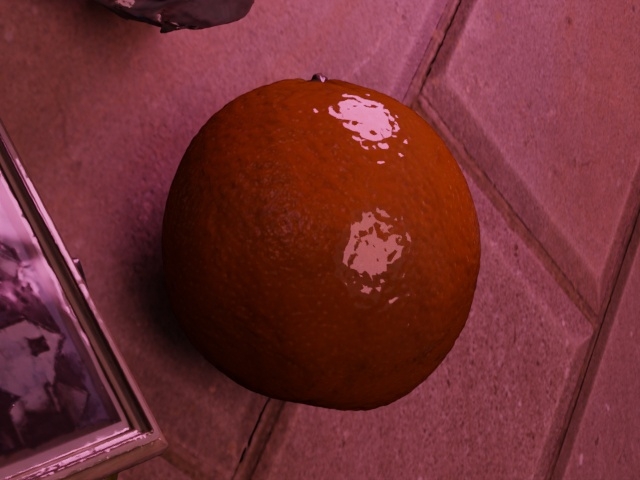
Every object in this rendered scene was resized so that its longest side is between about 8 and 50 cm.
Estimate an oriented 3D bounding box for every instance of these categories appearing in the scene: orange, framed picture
[{"bbox_3d":[0.000,0.000,0.950,0.264,0.264,0.264,1,89,-48],"label":"orange"},{"bbox_3d":[-0.242,0.031,0.724,0.232,0.019,0.296,-18,74,-43],"label":"framed picture"}]

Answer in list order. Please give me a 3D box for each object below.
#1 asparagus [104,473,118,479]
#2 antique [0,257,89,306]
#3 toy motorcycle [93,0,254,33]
[{"bbox_3d":[-0.170,0.183,0.901,0.045,0.041,0.178,110,-14,-83],"label":"asparagus"},{"bbox_3d":[-0.240,0.078,0.789,0.183,0.088,0.086,-25,107,-45],"label":"antique"},{"bbox_3d":[-0.134,-0.298,0.839,0.241,0.182,0.319,-48,125,-36],"label":"toy motorcycle"}]
